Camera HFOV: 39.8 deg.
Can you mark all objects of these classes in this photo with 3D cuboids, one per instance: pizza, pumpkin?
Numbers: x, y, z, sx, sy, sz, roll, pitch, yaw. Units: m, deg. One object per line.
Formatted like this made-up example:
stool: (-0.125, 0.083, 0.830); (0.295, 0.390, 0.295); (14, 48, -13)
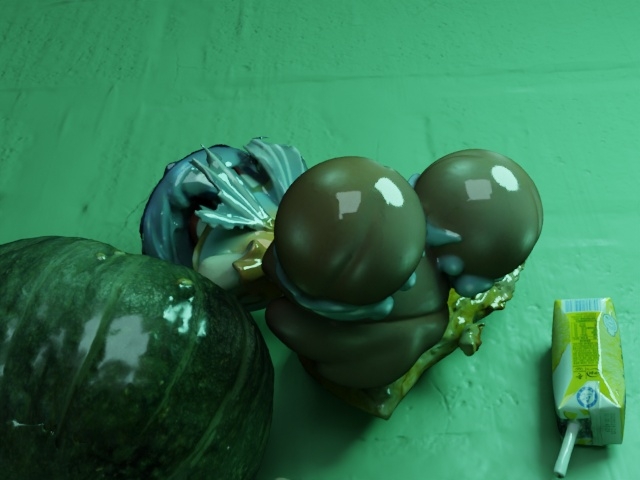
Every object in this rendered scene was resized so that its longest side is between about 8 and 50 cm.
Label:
pizza: (0.110, 0.081, 0.988); (0.297, 0.071, 0.189); (-39, 36, -29)
pumpkin: (-0.214, 0.145, 0.799); (0.328, 0.291, 0.257); (5, 53, 21)

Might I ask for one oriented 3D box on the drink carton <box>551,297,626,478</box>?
drink carton: (0.273, 0.152, 0.901); (0.075, 0.084, 0.200); (-3, 44, 15)

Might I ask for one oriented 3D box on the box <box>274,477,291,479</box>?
box: (-0.009, 0.275, 0.806); (0.122, 0.062, 0.089); (17, 48, 18)

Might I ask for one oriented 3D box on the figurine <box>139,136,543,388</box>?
figurine: (0.001, 0.001, 0.894); (0.277, 0.248, 0.388); (-11, 24, -36)
